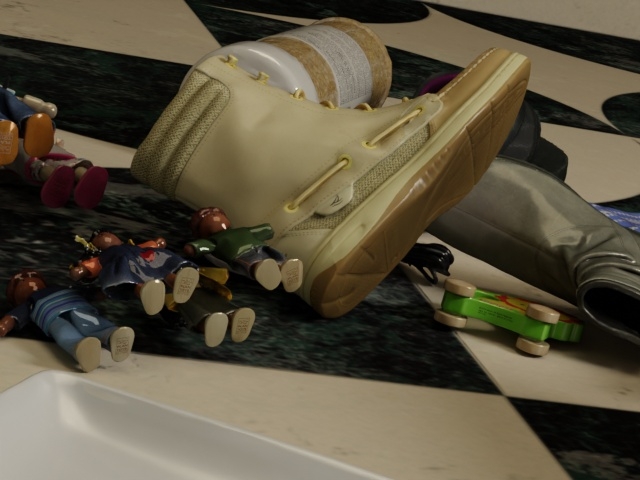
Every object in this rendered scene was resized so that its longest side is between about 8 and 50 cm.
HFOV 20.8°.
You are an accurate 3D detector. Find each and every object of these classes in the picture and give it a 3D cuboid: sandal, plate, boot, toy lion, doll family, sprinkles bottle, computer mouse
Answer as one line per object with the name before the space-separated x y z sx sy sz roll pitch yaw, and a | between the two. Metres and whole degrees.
sandal | 0.137 -0.097 1.658 0.168 0.107 0.446 17 15 18
plate | -0.060 0.145 0.737 0.278 0.045 0.277 16 15 15
boot | 0.011 -0.085 1.275 0.203 0.095 0.262 33 65 23
toy lion | 0.141 0.053 1.264 0.100 0.034 0.096 18 9 14
boot | 0.188 0.015 1.285 0.247 0.083 0.161 23 14 -6
doll family | -0.286 -0.100 1.314 0.263 0.118 0.163 0 19 -38
sprinkles bottle | -0.025 -0.144 1.675 0.121 0.121 0.355 15 15 12
computer mouse | 0.000 0.000 1.320 0.193 0.042 0.106 1 19 -36
doll family | -0.110 0.026 1.082 0.193 0.076 0.111 -4 26 -38

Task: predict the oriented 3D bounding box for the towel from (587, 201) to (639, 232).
towel | 0.424 0.025 1.571 0.243 0.040 0.336 0 19 -40
